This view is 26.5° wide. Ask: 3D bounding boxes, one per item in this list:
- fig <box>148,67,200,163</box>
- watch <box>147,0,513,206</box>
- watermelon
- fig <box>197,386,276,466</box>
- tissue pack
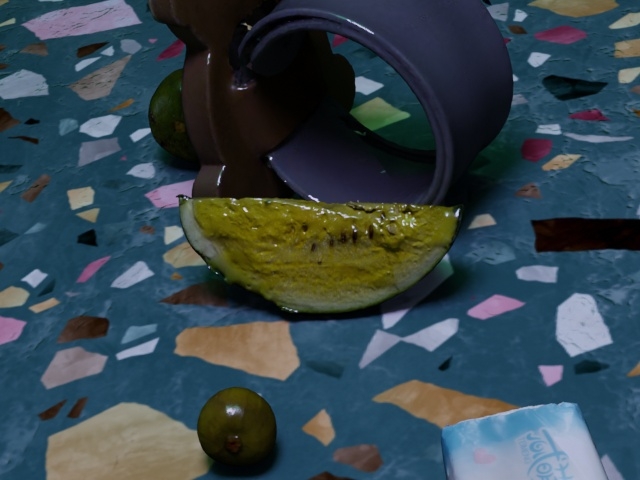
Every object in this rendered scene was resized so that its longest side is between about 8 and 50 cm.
[{"bbox_3d":[-0.137,-0.167,1.689,0.123,0.123,0.156,4,27,21],"label":"fig"},{"bbox_3d":[0.025,-0.183,1.480,0.327,0.335,0.314,3,37,35],"label":"watch"},{"bbox_3d":[0.000,0.000,1.409,0.301,0.129,0.123,3,41,11],"label":"watermelon"},{"bbox_3d":[-0.076,0.168,1.257,0.074,0.074,0.088,-9,21,4],"label":"fig"},{"bbox_3d":[0.170,0.268,0.941,0.124,0.201,0.271,-17,36,6],"label":"tissue pack"}]
